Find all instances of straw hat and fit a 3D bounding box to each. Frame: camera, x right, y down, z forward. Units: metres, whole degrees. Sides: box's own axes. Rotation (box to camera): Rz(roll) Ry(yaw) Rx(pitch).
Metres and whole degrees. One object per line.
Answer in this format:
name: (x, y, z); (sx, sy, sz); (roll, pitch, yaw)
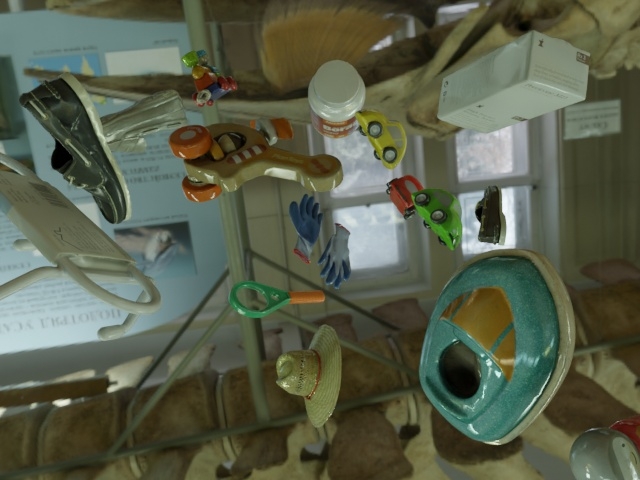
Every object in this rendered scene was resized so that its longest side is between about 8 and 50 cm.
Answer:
straw hat: (-0.026, 0.173, 0.752); (0.061, 0.144, 0.144); (8, -172, -18)

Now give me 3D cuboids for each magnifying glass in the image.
magnifying glass: (-0.093, 0.126, 1.267); (0.231, 0.026, 0.092); (3, -138, -35)

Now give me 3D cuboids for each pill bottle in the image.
pill bottle: (0.034, -0.302, 1.233); (0.121, 0.121, 0.216); (-6, 175, 1)

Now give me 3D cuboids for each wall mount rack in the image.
wall mount rack: (-0.357, 0.014, 0.627); (0.350, 0.130, 0.304); (37, -171, 23)

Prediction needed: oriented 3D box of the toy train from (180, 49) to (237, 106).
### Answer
toy train: (-0.323, -0.444, 1.539); (0.105, 0.143, 0.248); (-30, -170, 13)

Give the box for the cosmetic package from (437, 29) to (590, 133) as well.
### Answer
cosmetic package: (0.308, -0.251, 0.946); (0.118, 0.085, 0.231); (10, 174, -20)

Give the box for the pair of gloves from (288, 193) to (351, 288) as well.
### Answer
pair of gloves: (0.000, 0.000, 1.182); (0.023, 0.198, 0.159); (-22, -138, 36)

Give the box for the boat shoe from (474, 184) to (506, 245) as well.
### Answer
boat shoe: (0.433, -0.073, 1.479); (0.069, 0.081, 0.227); (2, -143, 9)

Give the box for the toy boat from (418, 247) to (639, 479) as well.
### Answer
toy boat: (0.241, 0.159, 0.673); (0.148, 0.267, 0.318); (-5, -151, -37)

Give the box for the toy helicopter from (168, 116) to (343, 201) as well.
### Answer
toy helicopter: (-0.110, -0.172, 1.161); (0.355, 0.140, 0.235); (16, -134, 23)

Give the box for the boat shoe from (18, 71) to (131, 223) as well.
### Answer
boat shoe: (-0.328, -0.109, 0.784); (0.084, 0.233, 0.079); (29, -125, 32)

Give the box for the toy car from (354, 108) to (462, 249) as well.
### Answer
toy car: (0.148, -0.074, 0.843); (0.053, 0.239, 0.225); (-33, -133, 0)

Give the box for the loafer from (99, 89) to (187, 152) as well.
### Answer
loafer: (-0.452, -0.252, 1.349); (0.320, 0.111, 0.112); (-34, -154, -28)
